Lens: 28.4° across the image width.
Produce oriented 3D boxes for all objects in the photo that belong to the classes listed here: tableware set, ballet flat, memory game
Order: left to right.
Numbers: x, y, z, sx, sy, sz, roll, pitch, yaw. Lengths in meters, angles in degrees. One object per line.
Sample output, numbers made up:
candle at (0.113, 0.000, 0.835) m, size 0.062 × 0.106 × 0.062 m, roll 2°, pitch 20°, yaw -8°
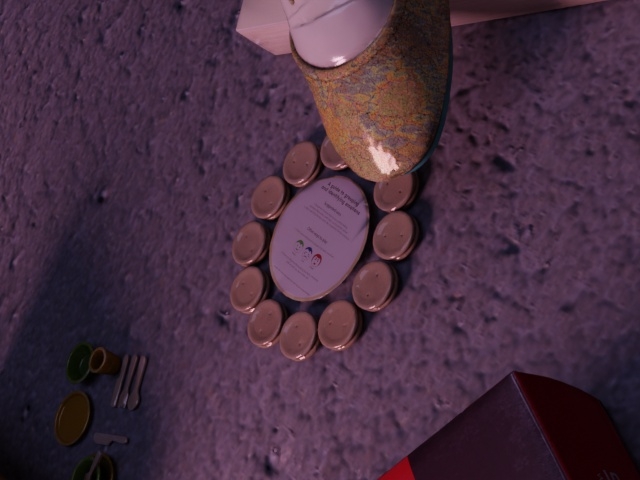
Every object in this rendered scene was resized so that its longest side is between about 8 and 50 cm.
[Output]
tableware set at (-0.198, 0.159, 1.043) m, size 0.104 × 0.024 × 0.154 m, roll 0°, pitch 71°, yaw 45°
memory game at (0.000, 0.000, 0.934) m, size 0.186 × 0.012 × 0.186 m, roll -22°, pitch 56°, yaw 37°
ballet flat at (0.020, -0.209, 0.866) m, size 0.123 × 0.123 × 0.348 m, roll -18°, pitch 59°, yaw 38°

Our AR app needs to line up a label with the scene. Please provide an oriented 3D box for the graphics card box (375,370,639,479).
graphics card box at (0.042, 0.272, 0.700) m, size 0.371 × 0.094 × 0.232 m, roll -43°, pitch 46°, yaw 23°

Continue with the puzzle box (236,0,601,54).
puzzle box at (0.120, -0.287, 0.928) m, size 0.409 × 0.052 × 0.272 m, roll 0°, pitch 70°, yaw 45°

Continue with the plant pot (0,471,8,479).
plant pot at (-0.321, 0.254, 0.993) m, size 0.254 × 0.237 × 0.237 m, roll 17°, pitch 83°, yaw 33°
